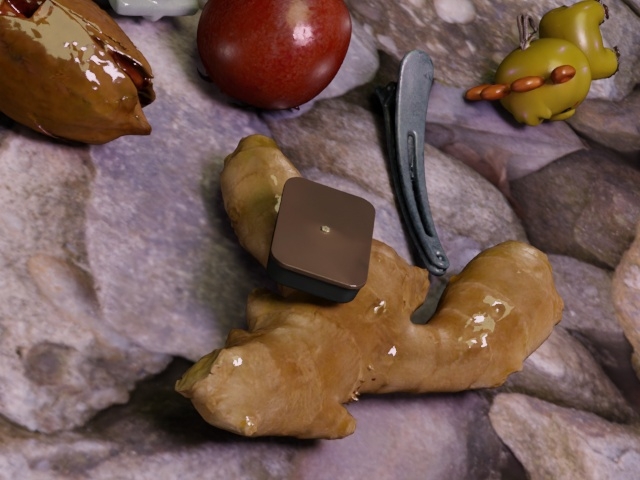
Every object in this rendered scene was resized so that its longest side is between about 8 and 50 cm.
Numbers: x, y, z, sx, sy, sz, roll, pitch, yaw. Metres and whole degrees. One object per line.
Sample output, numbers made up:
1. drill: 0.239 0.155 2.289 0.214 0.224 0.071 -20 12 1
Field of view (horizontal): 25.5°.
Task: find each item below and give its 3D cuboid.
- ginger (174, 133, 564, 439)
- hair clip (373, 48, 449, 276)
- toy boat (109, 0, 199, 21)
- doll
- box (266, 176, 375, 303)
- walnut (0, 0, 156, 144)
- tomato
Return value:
1. ginger: 0.042 0.086 1.312 0.363 0.122 0.348 29 48 -11
2. hair clip: 0.105 -0.074 1.527 0.048 0.083 0.275 14 54 -32
3. toy boat: -0.223 -0.362 1.537 0.199 0.100 0.290 -10 58 -37
4. doll: 0.274 -0.209 1.698 0.221 0.143 0.135 -30 107 -45
5. box: 0.000 0.000 1.270 0.091 0.031 0.126 17 40 -8
6. walnut: -0.260 -0.174 1.332 0.245 0.137 0.137 39 42 -11
7. tomato: -0.047 -0.216 1.484 0.167 0.167 0.167 17 46 -19
